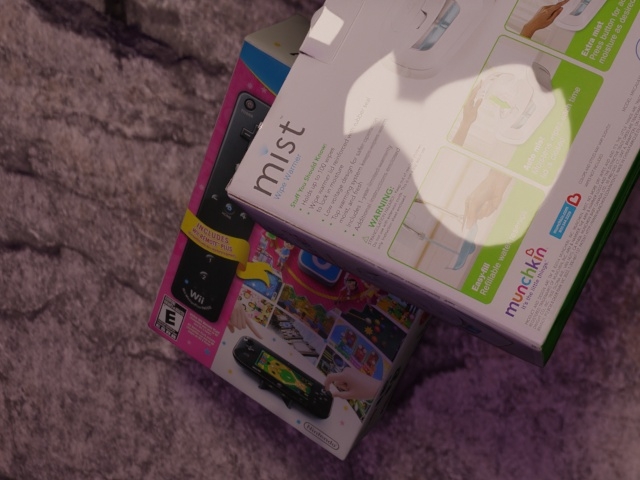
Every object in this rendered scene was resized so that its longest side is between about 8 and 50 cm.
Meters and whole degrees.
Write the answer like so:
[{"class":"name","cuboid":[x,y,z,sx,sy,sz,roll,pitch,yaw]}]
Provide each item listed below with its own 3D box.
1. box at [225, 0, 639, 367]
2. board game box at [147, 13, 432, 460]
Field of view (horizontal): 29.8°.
[{"class":"box","cuboid":[0.103,-0.084,0.810,0.231,0.127,0.262,25,83,16]},{"class":"board game box","cuboid":[0.000,0.000,1.010,0.224,0.097,0.303,32,122,14]}]
